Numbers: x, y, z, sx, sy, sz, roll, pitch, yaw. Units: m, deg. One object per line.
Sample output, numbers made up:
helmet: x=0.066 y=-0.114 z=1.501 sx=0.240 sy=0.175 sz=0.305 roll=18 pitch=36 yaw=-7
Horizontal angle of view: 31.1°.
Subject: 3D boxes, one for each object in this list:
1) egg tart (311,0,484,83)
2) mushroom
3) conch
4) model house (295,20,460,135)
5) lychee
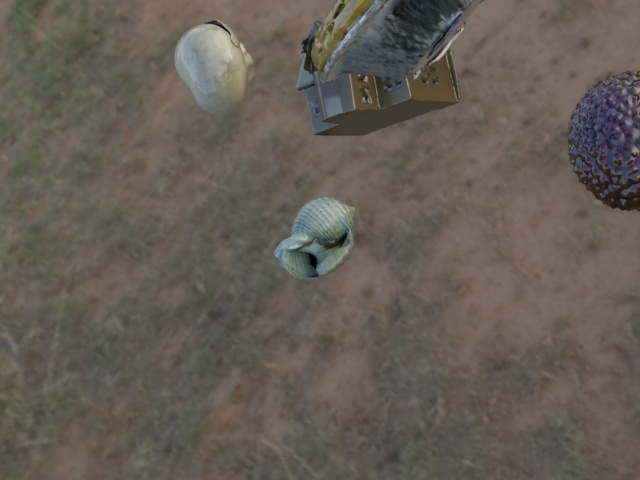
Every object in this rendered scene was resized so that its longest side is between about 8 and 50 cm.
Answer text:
egg tart: x=0.088 y=-0.215 z=1.008 sx=0.234 sy=0.094 sz=0.234 roll=-47 pitch=-3 yaw=-3
mushroom: x=-0.164 y=-0.277 z=1.849 sx=0.122 sy=0.154 sz=0.154 roll=-25 pitch=25 yaw=-27
conch: x=0.005 y=0.000 z=2.026 sx=0.153 sy=0.102 sz=0.135 roll=-49 pitch=58 yaw=14
model house: x=0.044 y=-0.275 z=1.483 sx=0.181 sy=0.176 sz=0.248 roll=-17 pitch=82 yaw=37
lychee: x=0.438 y=-0.135 z=1.640 sx=0.188 sy=0.188 sz=0.188 roll=-29 pitch=41 yaw=29
